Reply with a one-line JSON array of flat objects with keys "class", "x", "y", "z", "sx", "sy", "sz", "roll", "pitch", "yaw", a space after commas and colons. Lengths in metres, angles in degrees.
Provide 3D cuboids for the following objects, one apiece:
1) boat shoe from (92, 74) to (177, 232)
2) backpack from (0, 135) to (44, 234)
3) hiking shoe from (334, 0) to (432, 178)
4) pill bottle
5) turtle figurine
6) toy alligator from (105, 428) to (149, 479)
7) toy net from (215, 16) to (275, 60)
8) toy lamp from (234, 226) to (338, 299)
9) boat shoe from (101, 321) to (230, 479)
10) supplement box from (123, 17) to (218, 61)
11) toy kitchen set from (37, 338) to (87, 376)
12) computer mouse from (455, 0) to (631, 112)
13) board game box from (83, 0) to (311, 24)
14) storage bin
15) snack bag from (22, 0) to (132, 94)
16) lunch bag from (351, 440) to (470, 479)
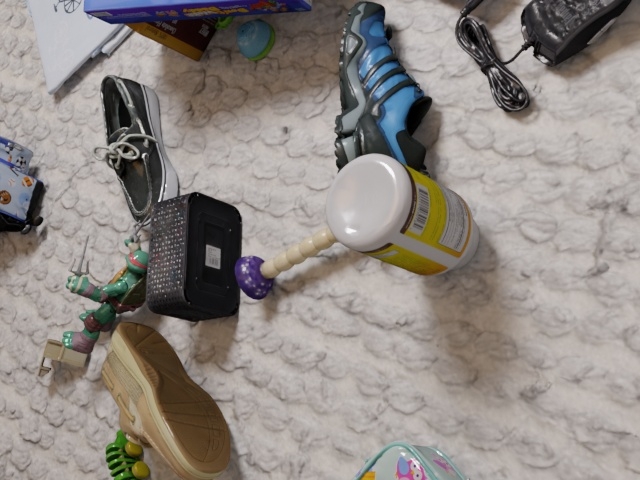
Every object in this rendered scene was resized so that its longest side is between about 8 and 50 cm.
[{"class": "boat shoe", "x": -0.329, "y": -0.158, "z": 1.556, "sx": 0.113, "sy": 0.105, "sz": 0.306, "roll": -24, "pitch": 63, "yaw": 31}, {"class": "backpack", "x": -0.705, "y": -0.119, "z": 1.736, "sx": 0.276, "sy": 0.263, "sz": 0.213, "roll": -9, "pitch": 71, "yaw": 37}, {"class": "hiking shoe", "x": 0.091, "y": -0.207, "z": 1.265, "sx": 0.132, "sy": 0.113, "sz": 0.304, "roll": 1, "pitch": 65, "yaw": 5}, {"class": "pill bottle", "x": 0.111, "y": -0.024, "z": 1.101, "sx": 0.117, "sy": 0.215, "sz": 0.117, "roll": -12, "pitch": 70, "yaw": 35}, {"class": "turtle figurine", "x": -0.339, "y": 0.073, "z": 1.467, "sx": 0.118, "sy": 0.175, "sz": 0.234, "roll": 40, "pitch": 117, "yaw": 13}, {"class": "toy alligator", "x": -0.304, "y": 0.380, "z": 1.410, "sx": 0.056, "sy": 0.051, "sz": 0.190, "roll": -41, "pitch": 55, "yaw": 22}, {"class": "toy net", "x": -0.075, "y": -0.415, "z": 1.479, "sx": 0.232, "sy": 0.045, "sz": 0.122, "roll": -48, "pitch": 51, "yaw": 14}, {"class": "toy lamp", "x": 0.000, "y": 0.000, "z": 1.273, "sx": 0.274, "sy": 0.080, "sz": 0.080, "roll": -26, "pitch": 62, "yaw": 30}, {"class": "boat shoe", "x": -0.243, "y": 0.262, "z": 1.364, "sx": 0.110, "sy": 0.121, "sz": 0.341, "roll": -59, "pitch": 41, "yaw": 14}, {"class": "supplement box", "x": -0.251, "y": -0.435, "z": 1.506, "sx": 0.129, "sy": 0.191, "sz": 0.194, "roll": 35, "pitch": 100, "yaw": 20}, {"class": "toy kitchen set", "x": -0.459, "y": 0.218, "z": 1.594, "sx": 0.083, "sy": 0.075, "sz": 0.068, "roll": 154, "pitch": 132, "yaw": -76}, {"class": "computer mouse", "x": 0.294, "y": -0.306, "z": 1.149, "sx": 0.262, "sy": 0.060, "sz": 0.184, "roll": -49, "pitch": 56, "yaw": 30}, {"class": "board game box", "x": -0.183, "y": -0.457, "z": 1.336, "sx": 0.347, "sy": 0.078, "sz": 0.233, "roll": 2, "pitch": 89, "yaw": 20}, {"class": "storage bin", "x": -0.194, "y": 0.028, "z": 1.384, "sx": 0.084, "sy": 0.122, "sz": 0.180, "roll": -13, "pitch": 69, "yaw": 35}, {"class": "snack bag", "x": -0.470, "y": -0.492, "z": 1.813, "sx": 0.342, "sy": 0.037, "sz": 0.323, "roll": -37, "pitch": 56, "yaw": 23}, {"class": "lunch bag", "x": 0.092, "y": 0.386, "z": 1.063, "sx": 0.279, "sy": 0.108, "sz": 0.224, "roll": -51, "pitch": 47, "yaw": 12}]
